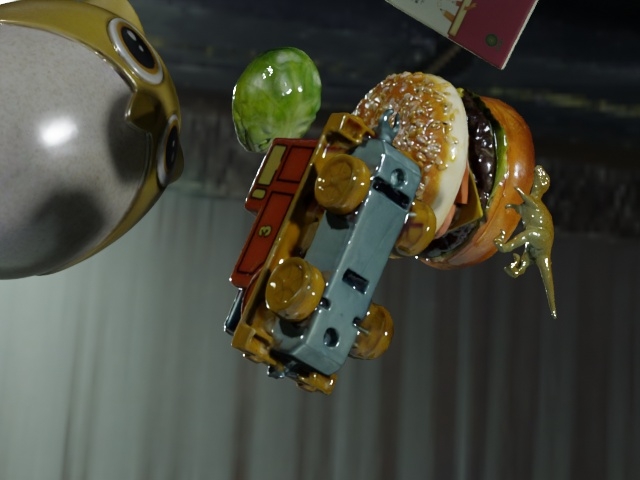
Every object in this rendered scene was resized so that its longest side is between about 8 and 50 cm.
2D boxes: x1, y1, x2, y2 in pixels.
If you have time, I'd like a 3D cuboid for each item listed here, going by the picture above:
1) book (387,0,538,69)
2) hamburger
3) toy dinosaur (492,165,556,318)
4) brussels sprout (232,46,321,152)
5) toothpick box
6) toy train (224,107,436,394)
[{"bbox_3d":[0.178,-0.349,2.239,0.232,0.162,0.022,34,28,16],"label":"book"},{"bbox_3d":[0.148,-0.102,2.402,0.225,0.291,0.291,14,-20,-32],"label":"hamburger"},{"bbox_3d":[0.287,0.000,2.176,0.162,0.126,0.039,47,-16,-17],"label":"toy dinosaur"},{"bbox_3d":[-0.058,-0.190,2.310,0.117,0.155,0.155,7,-16,7],"label":"brussels sprout"},{"bbox_3d":[-0.417,-0.164,2.558,0.409,0.409,0.425,-14,13,45],"label":"toothpick box"},{"bbox_3d":[0.000,0.000,2.115,0.163,0.369,0.231,32,-15,-37],"label":"toy train"}]
